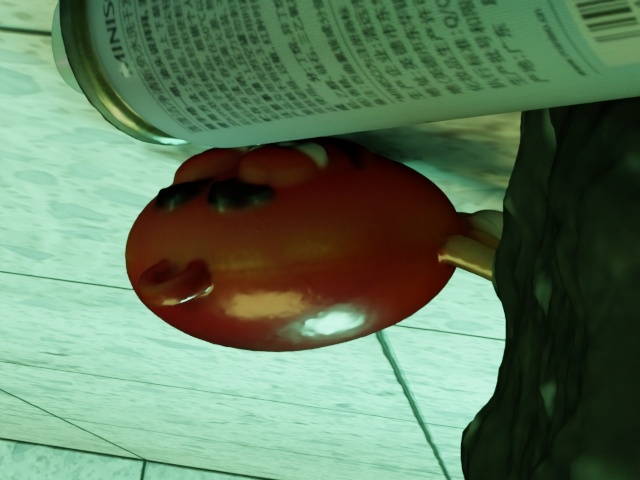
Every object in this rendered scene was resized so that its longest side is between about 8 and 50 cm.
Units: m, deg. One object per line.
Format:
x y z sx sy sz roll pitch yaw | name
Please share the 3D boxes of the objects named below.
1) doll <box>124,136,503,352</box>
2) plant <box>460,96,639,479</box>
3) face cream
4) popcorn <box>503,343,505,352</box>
0.000 0.000 0.679 0.217 0.085 0.183 -3 -178 -45 | doll
0.198 0.052 0.439 0.312 0.215 0.213 5 176 -3 | plant
0.015 -0.063 0.389 0.229 0.075 0.075 -3 163 45 | face cream
0.198 0.146 0.718 0.335 0.279 0.274 -26 104 39 | popcorn
